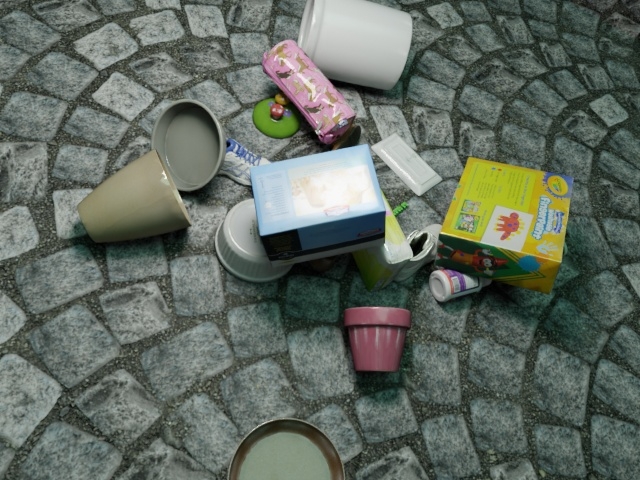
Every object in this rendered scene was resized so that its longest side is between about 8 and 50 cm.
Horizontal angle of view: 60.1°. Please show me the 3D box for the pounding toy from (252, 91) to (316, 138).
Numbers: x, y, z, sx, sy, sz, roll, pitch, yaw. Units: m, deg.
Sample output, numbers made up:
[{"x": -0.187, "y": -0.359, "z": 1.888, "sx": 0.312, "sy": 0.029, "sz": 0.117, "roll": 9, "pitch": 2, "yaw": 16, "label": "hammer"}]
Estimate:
[{"x": -0.129, "y": -0.484, "z": 2.045, "sx": 0.237, "sy": 0.110, "sz": 0.182, "roll": -10, "pitch": 64, "yaw": -20, "label": "pounding toy"}]

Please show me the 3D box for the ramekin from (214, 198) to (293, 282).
[{"x": -0.192, "y": -0.011, "z": 1.748, "sx": 0.273, "sy": 0.127, "sz": 0.272, "roll": 7, "pitch": 60, "yaw": -12, "label": "ramekin"}]

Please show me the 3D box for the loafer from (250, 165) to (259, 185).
[{"x": -0.125, "y": -0.150, "z": 1.865, "sx": 0.268, "sy": 0.102, "sz": 0.092, "roll": 46, "pitch": 39, "yaw": -4, "label": "loafer"}]

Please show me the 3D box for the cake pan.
[{"x": -0.422, "y": -0.306, "z": 1.792, "sx": 0.293, "sy": 0.293, "sz": 0.054, "roll": 48, "pitch": 24, "yaw": 14, "label": "cake pan"}]

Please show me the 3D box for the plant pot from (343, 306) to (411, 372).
[{"x": 0.168, "y": 0.298, "z": 1.641, "sx": 0.202, "sy": 0.201, "sz": 0.180, "roll": 6, "pitch": 75, "yaw": -12, "label": "plant pot"}]

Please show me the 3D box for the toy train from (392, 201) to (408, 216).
[{"x": 0.284, "y": -0.113, "z": 1.999, "sx": 0.083, "sy": 0.017, "sz": 0.024, "roll": -36, "pitch": 65, "yaw": -29, "label": "toy train"}]

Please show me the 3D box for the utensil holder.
[{"x": 0.122, "y": -0.775, "z": 2.159, "sx": 0.386, "sy": 0.327, "sz": 0.327, "roll": 10, "pitch": 59, "yaw": -12, "label": "utensil holder"}]

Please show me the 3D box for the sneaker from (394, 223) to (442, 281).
[{"x": 0.356, "y": 0.010, "z": 1.859, "sx": 0.108, "sy": 0.169, "sz": 0.292, "roll": 41, "pitch": 58, "yaw": 12, "label": "sneaker"}]

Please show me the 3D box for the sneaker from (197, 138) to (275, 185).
[{"x": -0.281, "y": -0.272, "z": 1.872, "sx": 0.297, "sy": 0.131, "sz": 0.111, "roll": 10, "pitch": 57, "yaw": -11, "label": "sneaker"}]

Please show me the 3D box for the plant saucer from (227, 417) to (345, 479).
[{"x": -0.090, "y": 0.630, "z": 1.455, "sx": 0.311, "sy": 0.050, "sz": 0.310, "roll": 7, "pitch": 60, "yaw": -12, "label": "plant saucer"}]

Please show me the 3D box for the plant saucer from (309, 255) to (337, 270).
[{"x": 0.000, "y": 0.000, "z": 1.779, "sx": 0.199, "sy": 0.036, "sz": 0.198, "roll": 37, "pitch": 41, "yaw": -40, "label": "plant saucer"}]

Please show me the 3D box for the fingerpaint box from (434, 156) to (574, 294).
[{"x": 0.625, "y": -0.065, "z": 1.866, "sx": 0.372, "sy": 0.163, "sz": 0.444, "roll": 14, "pitch": 46, "yaw": 17, "label": "fingerpaint box"}]

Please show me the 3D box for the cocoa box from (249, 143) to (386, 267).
[{"x": -0.005, "y": -0.094, "z": 1.582, "sx": 0.348, "sy": 0.228, "sz": 0.231, "roll": -12, "pitch": 64, "yaw": -1, "label": "cocoa box"}]

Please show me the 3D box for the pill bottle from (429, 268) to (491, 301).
[{"x": 0.473, "y": 0.134, "z": 1.854, "sx": 0.194, "sy": 0.108, "sz": 0.108, "roll": -12, "pitch": 65, "yaw": -21, "label": "pill bottle"}]

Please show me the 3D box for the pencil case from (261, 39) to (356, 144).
[{"x": -0.042, "y": -0.533, "z": 1.977, "sx": 0.386, "sy": 0.160, "sz": 0.167, "roll": 51, "pitch": 20, "yaw": 3, "label": "pencil case"}]

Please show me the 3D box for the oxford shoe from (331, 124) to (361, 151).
[{"x": 0.072, "y": -0.352, "z": 2.060, "sx": 0.076, "sy": 0.076, "sz": 0.212, "roll": 15, "pitch": 55, "yaw": 30, "label": "oxford shoe"}]

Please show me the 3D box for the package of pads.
[{"x": 0.171, "y": -0.014, "z": 1.787, "sx": 0.101, "sy": 0.229, "sz": 0.296, "roll": -14, "pitch": 66, "yaw": -22, "label": "package of pads"}]

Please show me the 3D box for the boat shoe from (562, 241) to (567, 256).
[{"x": 0.817, "y": -0.041, "z": 2.059, "sx": 0.079, "sy": 0.095, "sz": 0.254, "roll": -14, "pitch": 74, "yaw": -34, "label": "boat shoe"}]

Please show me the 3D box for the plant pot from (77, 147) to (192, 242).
[{"x": -0.567, "y": -0.106, "z": 1.656, "sx": 0.274, "sy": 0.256, "sz": 0.256, "roll": -24, "pitch": 69, "yaw": -8, "label": "plant pot"}]

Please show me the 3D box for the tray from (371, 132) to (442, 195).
[{"x": 0.333, "y": -0.301, "z": 2.112, "sx": 0.145, "sy": 0.030, "sz": 0.270, "roll": -34, "pitch": 74, "yaw": -29, "label": "tray"}]
